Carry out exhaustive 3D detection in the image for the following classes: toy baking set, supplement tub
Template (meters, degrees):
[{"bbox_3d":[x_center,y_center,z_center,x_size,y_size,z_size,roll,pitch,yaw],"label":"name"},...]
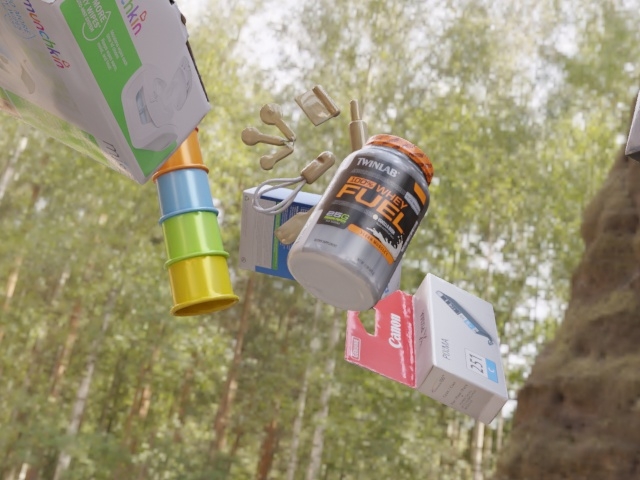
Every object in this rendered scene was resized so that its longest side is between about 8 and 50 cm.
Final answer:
[{"bbox_3d":[-0.016,-0.117,1.546,0.197,0.256,0.030,-10,-20,-3],"label":"toy baking set"},{"bbox_3d":[0.052,-0.023,1.165,0.117,0.190,0.117,23,-27,12],"label":"supplement tub"}]

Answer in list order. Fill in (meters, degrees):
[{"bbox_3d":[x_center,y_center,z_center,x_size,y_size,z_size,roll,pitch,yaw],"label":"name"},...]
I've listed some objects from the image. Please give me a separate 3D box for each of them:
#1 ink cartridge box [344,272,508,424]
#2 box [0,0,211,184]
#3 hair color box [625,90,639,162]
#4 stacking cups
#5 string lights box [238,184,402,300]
[{"bbox_3d":[0.175,0.151,1.696,0.261,0.296,0.066,25,-64,-9],"label":"ink cartridge box"},{"bbox_3d":[-0.254,-0.213,0.988,0.231,0.126,0.262,28,-24,24],"label":"box"},{"bbox_3d":[0.612,-0.105,1.323,0.375,0.113,0.185,22,-15,-20],"label":"hair color box"},{"bbox_3d":[-0.192,-0.057,1.389,0.096,0.316,0.096,-14,-14,-3],"label":"stacking cups"},{"bbox_3d":[0.000,0.000,1.621,0.260,0.133,0.077,12,17,24],"label":"string lights box"}]
